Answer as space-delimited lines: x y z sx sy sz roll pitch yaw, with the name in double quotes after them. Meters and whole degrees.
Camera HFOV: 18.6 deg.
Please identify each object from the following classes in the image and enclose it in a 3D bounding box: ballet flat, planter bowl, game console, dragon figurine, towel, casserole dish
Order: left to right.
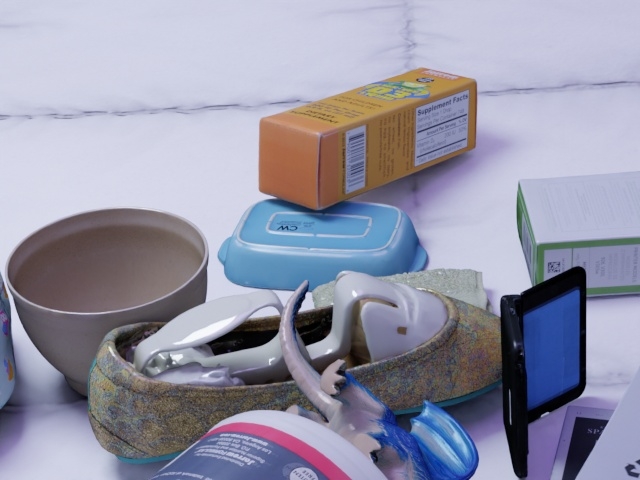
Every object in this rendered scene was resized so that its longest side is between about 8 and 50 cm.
-0.165 0.059 1.573 0.162 0.109 0.162 -3 32 2 "planter bowl"
-0.007 0.082 1.484 0.348 0.123 0.123 -11 32 -11 "ballet flat"
0.000 0.000 1.719 0.188 0.037 0.114 3 31 14 "casserole dish"
0.050 0.153 1.362 0.144 0.085 0.289 29 16 -35 "dragon figurine"
0.069 0.060 1.620 0.148 0.027 0.110 -6 30 -3 "towel"
0.171 0.098 1.451 0.071 0.122 0.107 -5 31 0 "game console"

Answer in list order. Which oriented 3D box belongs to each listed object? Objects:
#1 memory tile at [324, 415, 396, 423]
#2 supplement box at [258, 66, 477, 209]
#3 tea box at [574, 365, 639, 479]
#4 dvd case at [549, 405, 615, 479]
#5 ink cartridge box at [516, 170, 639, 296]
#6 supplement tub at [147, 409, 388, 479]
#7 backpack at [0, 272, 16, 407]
-0.014 0.137 1.518 0.148 0.012 0.113 0 32 7 "memory tile"
0.047 -0.097 1.796 0.078 0.080 0.233 17 25 37 "supplement box"
0.307 0.237 1.010 0.329 0.324 0.220 10 33 24 "tea box"
0.244 0.201 1.363 0.179 0.030 0.239 5 33 14 "dvd case"
0.278 -0.008 1.670 0.209 0.062 0.109 -5 31 -1 "ink cartridge box"
-0.079 0.243 1.180 0.191 0.191 0.272 19 39 34 "supplement tub"
-0.325 0.072 1.538 0.165 0.144 0.188 -14 38 -6 "backpack"
